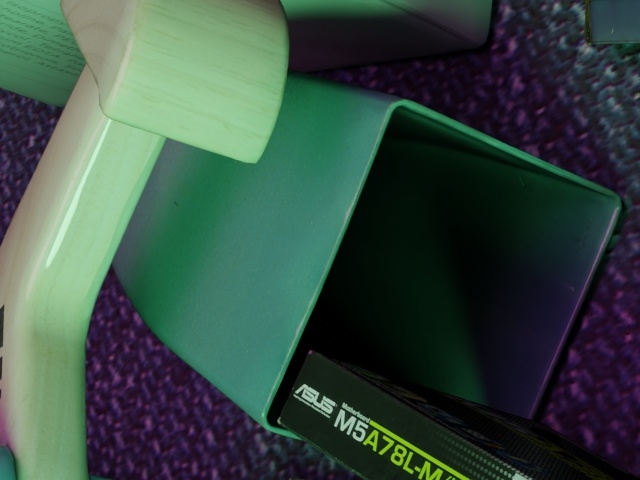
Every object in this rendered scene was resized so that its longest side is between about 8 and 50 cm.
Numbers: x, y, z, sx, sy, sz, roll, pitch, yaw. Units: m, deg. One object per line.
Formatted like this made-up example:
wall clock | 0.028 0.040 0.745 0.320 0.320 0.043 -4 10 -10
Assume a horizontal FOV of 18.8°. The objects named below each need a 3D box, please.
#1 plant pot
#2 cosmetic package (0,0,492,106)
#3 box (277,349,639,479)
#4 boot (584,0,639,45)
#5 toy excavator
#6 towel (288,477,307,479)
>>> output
plant pot | 0.000 0.000 1.023 0.234 0.166 0.165 27 95 52
cosmetic package | -0.132 -0.287 1.122 0.394 0.327 0.329 -2 75 44
box | 0.105 0.117 0.858 0.191 0.184 0.045 28 97 46
boot | 0.217 -0.141 0.935 0.219 0.082 0.106 11 105 41
toy excavator | -0.152 0.133 0.896 0.433 0.222 0.445 -49 36 40
towel | 0.006 0.205 1.034 0.110 0.027 0.148 8 81 44
